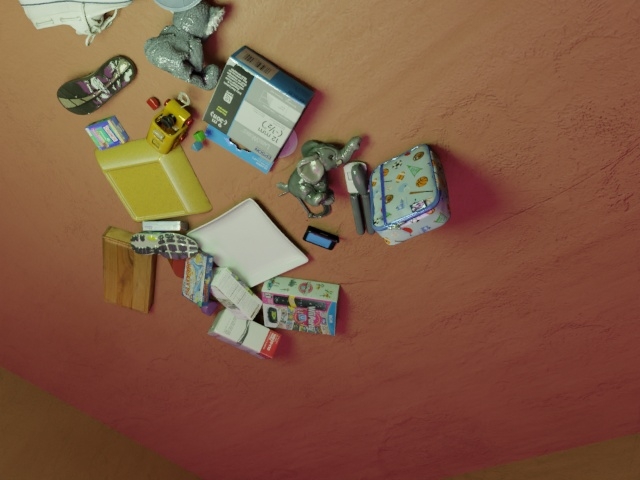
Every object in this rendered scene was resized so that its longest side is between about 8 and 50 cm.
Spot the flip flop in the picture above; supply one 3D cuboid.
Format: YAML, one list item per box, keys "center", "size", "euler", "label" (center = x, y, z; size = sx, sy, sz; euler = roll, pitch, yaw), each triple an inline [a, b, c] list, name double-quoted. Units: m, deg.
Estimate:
- center: [-0.690, -0.484, 1.591]
  size: [0.277, 0.080, 0.112]
  euler: [-28, 116, 13]
  label: "flip flop"

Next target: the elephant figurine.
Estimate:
- center: [-0.006, -0.243, 1.621]
  size: [0.186, 0.169, 0.239]
  euler: [-14, 132, -33]
  label: "elephant figurine"

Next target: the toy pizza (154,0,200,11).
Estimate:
- center: [-0.365, -0.695, 1.319]
  size: [0.201, 0.032, 0.201]
  euler: [3, 100, 15]
  label: "toy pizza"

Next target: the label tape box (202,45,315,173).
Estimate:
- center: [-0.211, -0.363, 1.553]
  size: [0.249, 0.115, 0.347]
  euler: [32, 128, -7]
  label: "label tape box"

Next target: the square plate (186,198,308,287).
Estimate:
- center: [-0.276, 0.017, 1.954]
  size: [0.347, 0.049, 0.344]
  euler: [-25, 121, 29]
  label: "square plate"

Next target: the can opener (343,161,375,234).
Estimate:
- center: [0.131, -0.129, 1.709]
  size: [0.076, 0.095, 0.283]
  euler: [-3, 123, 15]
  label: "can opener"

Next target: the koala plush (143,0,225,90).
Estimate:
- center: [-0.359, -0.558, 1.392]
  size: [0.196, 0.203, 0.221]
  euler: [33, 103, 12]
  label: "koala plush"

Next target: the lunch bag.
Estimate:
- center: [0.256, -0.134, 1.541]
  size: [0.243, 0.303, 0.115]
  euler: [-22, 132, 27]
  label: "lunch bag"

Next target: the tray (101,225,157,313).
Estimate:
- center: [-0.805, 0.136, 2.153]
  size: [0.203, 0.076, 0.411]
  euler: [17, 131, -4]
  label: "tray"

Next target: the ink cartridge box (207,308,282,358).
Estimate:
- center: [-0.332, 0.407, 2.215]
  size: [0.273, 0.114, 0.197]
  euler: [28, 159, -13]
  label: "ink cartridge box"

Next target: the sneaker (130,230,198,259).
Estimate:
- center: [-0.590, 0.000, 1.962]
  size: [0.275, 0.110, 0.107]
  euler: [8, 113, 14]
  label: "sneaker"

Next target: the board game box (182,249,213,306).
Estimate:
- center: [-0.478, 0.139, 1.983]
  size: [0.136, 0.035, 0.201]
  euler: [20, 107, 40]
  label: "board game box"

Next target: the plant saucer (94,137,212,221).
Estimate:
- center: [-0.604, -0.192, 1.820]
  size: [0.333, 0.081, 0.332]
  euler: [-7, 130, 17]
  label: "plant saucer"

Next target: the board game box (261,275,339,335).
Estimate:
- center: [-0.080, 0.269, 2.104]
  size: [0.304, 0.097, 0.224]
  euler: [6, 133, 6]
  label: "board game box"

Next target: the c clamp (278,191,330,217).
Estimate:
- center: [-0.046, -0.134, 1.796]
  size: [0.137, 0.022, 0.160]
  euler: [-27, 119, 24]
  label: "c clamp"

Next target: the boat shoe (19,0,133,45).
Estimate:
- center: [-0.654, -0.624, 1.416]
  size: [0.367, 0.135, 0.156]
  euler: [2, 131, 14]
  label: "boat shoe"

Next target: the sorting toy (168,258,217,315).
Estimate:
- center: [-0.546, 0.166, 2.129]
  size: [0.126, 0.127, 0.365]
  euler: [20, 143, 35]
  label: "sorting toy"

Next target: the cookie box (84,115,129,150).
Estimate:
- center: [-0.718, -0.361, 1.721]
  size: [0.107, 0.040, 0.091]
  euler: [-11, 127, 20]
  label: "cookie box"

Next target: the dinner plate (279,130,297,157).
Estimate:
- center: [-0.144, -0.325, 1.650]
  size: [0.141, 0.017, 0.141]
  euler: [6, 130, 8]
  label: "dinner plate"

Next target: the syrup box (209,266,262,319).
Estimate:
- center: [-0.349, 0.215, 2.052]
  size: [0.093, 0.096, 0.237]
  euler: [-2, 138, 44]
  label: "syrup box"

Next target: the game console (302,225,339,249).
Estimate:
- center: [0.000, 0.000, 1.870]
  size: [0.122, 0.107, 0.071]
  euler: [20, 103, -6]
  label: "game console"

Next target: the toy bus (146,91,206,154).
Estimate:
- center: [-0.477, -0.355, 1.600]
  size: [0.191, 0.104, 0.202]
  euler: [14, 141, 30]
  label: "toy bus"

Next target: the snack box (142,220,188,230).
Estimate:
- center: [-0.578, -0.054, 1.912]
  size: [0.141, 0.100, 0.037]
  euler: [0, 89, 2]
  label: "snack box"
